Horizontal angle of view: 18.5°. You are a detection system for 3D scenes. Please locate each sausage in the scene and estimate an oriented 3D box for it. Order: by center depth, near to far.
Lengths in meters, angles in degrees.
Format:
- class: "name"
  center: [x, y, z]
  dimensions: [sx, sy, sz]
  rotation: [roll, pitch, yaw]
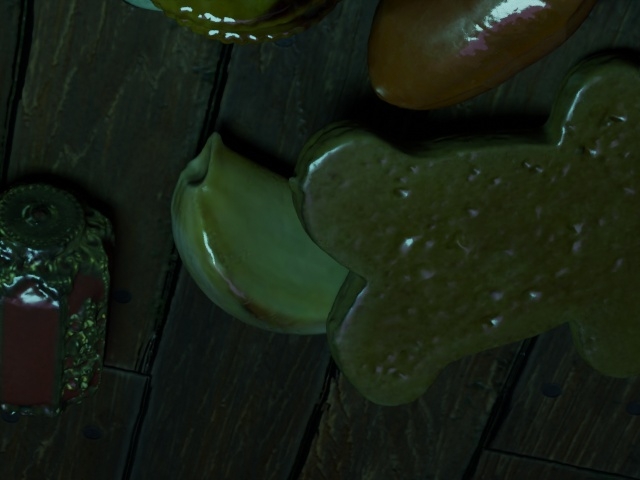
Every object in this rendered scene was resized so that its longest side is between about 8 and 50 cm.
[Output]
- class: "sausage"
  center: [0.150, -0.206, 1.787]
  dimensions: [0.258, 0.133, 0.133]
  rotation: [-30, 124, 28]

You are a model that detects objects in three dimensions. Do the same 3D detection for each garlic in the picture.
- class: "garlic"
  center: [0.006, 0.013, 2.023]
  dimensions: [0.338, 0.151, 0.196]
  rotation: [14, 126, -12]

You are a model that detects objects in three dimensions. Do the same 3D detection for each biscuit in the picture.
- class: "biscuit"
  center: [-0.067, -0.277, 1.695]
  dimensions: [0.220, 0.220, 0.066]
  rotation: [5, 169, 1]
- class: "biscuit"
  center: [0.184, 0.002, 1.963]
  dimensions: [0.394, 0.076, 0.368]
  rotation: [-15, 123, -3]

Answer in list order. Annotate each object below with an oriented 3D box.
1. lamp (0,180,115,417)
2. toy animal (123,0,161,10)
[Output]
- class: "lamp"
  center: [-0.301, 0.065, 2.087]
  dimensions: [0.177, 0.177, 0.274]
  rotation: [8, 135, -1]
- class: "toy animal"
  center: [-0.084, -0.253, 1.774]
  dimensions: [0.225, 0.121, 0.094]
  rotation: [8, 137, -1]
